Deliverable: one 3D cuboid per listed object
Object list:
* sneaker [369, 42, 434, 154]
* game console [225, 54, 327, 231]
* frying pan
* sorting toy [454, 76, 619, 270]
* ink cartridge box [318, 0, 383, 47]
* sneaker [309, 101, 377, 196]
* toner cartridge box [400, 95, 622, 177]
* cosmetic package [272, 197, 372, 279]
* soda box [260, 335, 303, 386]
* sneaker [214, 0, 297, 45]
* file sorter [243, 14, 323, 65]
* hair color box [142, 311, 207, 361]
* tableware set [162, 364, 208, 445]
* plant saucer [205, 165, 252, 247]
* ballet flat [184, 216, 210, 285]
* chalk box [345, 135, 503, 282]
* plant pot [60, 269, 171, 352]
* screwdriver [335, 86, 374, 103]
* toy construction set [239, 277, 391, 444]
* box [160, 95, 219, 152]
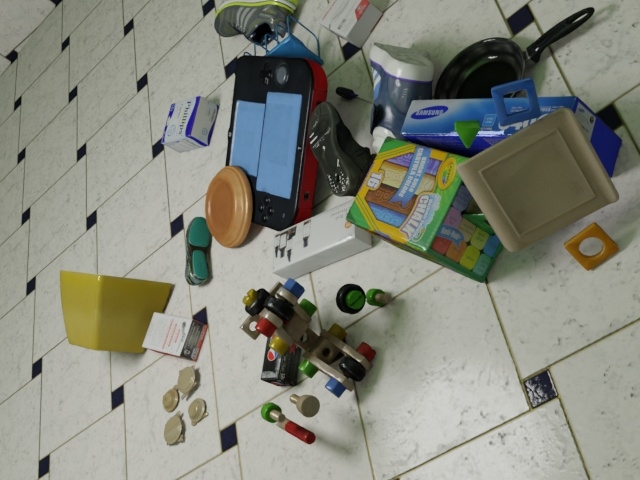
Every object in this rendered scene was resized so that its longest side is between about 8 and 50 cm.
[{"bbox_3d":[0.152,-0.269,1.746,0.323,0.130,0.236,-96,15,-69],"label":"sneaker"},{"bbox_3d":[-0.121,-0.228,1.966,0.342,0.060,0.386,17,103,48],"label":"game console"},{"bbox_3d":[0.355,-0.348,1.636,0.326,0.053,0.197,-45,43,12],"label":"frying pan"},{"bbox_3d":[0.339,-0.094,1.333,0.196,0.347,0.047,-28,21,21],"label":"sorting toy"},{"bbox_3d":[0.070,-0.528,2.023,0.099,0.056,0.135,-55,42,8],"label":"ink cartridge box"},{"bbox_3d":[0.057,-0.185,1.786,0.087,0.130,0.227,-43,57,35],"label":"sneaker"},{"bbox_3d":[0.325,-0.181,1.490,0.348,0.165,0.075,9,75,47],"label":"toner cartridge box"},{"bbox_3d":[0.000,0.000,1.809,0.239,0.060,0.098,-24,54,36],"label":"cosmetic package"},{"bbox_3d":[-0.075,0.215,1.771,0.053,0.060,0.168,-10,62,41],"label":"soda box"},{"bbox_3d":[-0.188,-0.582,2.286,0.300,0.111,0.121,-2,72,48],"label":"sneaker"},{"bbox_3d":[-0.097,-0.456,2.113,0.170,0.118,0.104,-32,47,31],"label":"file sorter"},{"bbox_3d":[-0.352,0.232,2.055,0.167,0.053,0.093,3,71,48],"label":"hair color box"},{"bbox_3d":[-0.321,0.380,1.968,0.141,0.020,0.168,-42,46,25],"label":"tableware set"},{"bbox_3d":[-0.227,-0.081,2.045,0.200,0.037,0.200,-1,89,55],"label":"plant saucer"},{"bbox_3d":[-0.313,0.029,2.119,0.070,0.070,0.188,-28,48,34],"label":"ballet flat"},{"bbox_3d":[0.223,-0.048,1.512,0.289,0.180,0.179,26,89,51],"label":"chalk box"},{"bbox_3d":[-0.532,0.183,2.166,0.212,0.212,0.187,1,83,47],"label":"plant pot"},{"bbox_3d":[0.092,-0.323,1.918,0.170,0.024,0.025,24,116,48],"label":"screwdriver"},{"bbox_3d":[-0.053,0.214,1.655,0.237,0.257,0.308,4,79,63],"label":"toy construction set"},{"bbox_3d":[-0.360,-0.319,2.345,0.137,0.072,0.126,-6,66,44],"label":"box"}]
